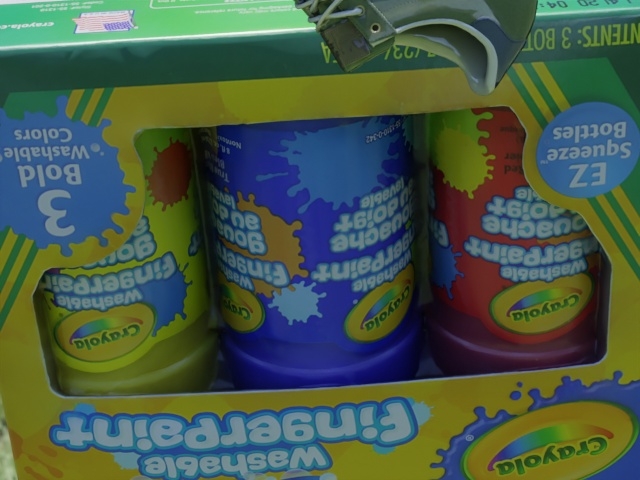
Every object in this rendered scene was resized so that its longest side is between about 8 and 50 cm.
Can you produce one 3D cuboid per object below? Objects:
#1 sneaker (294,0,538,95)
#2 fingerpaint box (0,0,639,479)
[{"bbox_3d":[0.016,-0.123,0.671,0.192,0.086,0.064,13,-3,-17],"label":"sneaker"},{"bbox_3d":[0.000,0.000,0.972,0.444,0.371,0.163,-3,31,0],"label":"fingerpaint box"}]
